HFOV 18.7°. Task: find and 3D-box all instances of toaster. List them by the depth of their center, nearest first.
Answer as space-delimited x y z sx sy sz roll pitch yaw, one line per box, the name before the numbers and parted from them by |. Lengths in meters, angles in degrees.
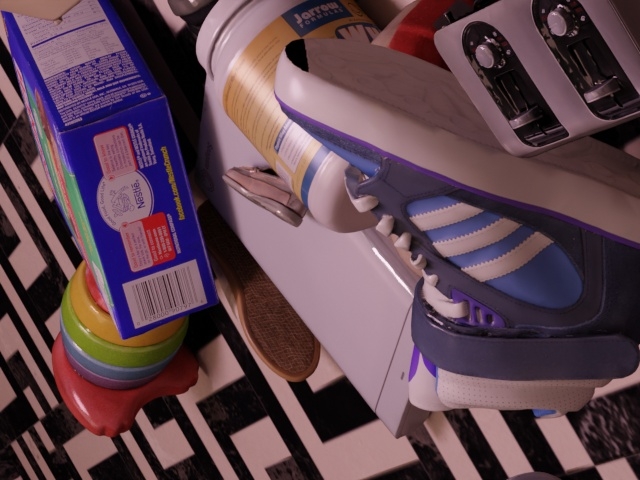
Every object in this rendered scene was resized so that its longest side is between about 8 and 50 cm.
toaster | 0.190 -0.140 1.191 0.168 0.186 0.110 -18 103 58

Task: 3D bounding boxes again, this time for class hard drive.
hard drive | 0.000 0.000 1.878 0.353 0.047 0.233 52 155 22

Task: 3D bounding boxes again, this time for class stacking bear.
stacking bear | -0.219 0.069 2.282 0.164 0.175 0.289 45 143 18

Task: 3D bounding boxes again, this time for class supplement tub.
supplement tub | 0.002 -0.120 1.612 0.199 0.144 0.144 49 154 24

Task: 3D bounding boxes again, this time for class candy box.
candy box | -0.228 -0.099 2.051 0.317 0.122 0.268 -121 16 -53

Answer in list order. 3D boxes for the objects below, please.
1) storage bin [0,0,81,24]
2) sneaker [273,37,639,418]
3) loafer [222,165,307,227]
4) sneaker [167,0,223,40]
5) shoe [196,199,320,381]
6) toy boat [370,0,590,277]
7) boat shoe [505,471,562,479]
storage bin | -0.223 -0.348 1.674 0.262 0.123 0.260 -22 61 60
sneaker | 0.081 0.017 1.367 0.130 0.323 0.236 -96 30 -62
loafer | -0.046 -0.048 1.823 0.045 0.039 0.125 37 177 -37
sneaker | -0.072 -0.188 1.724 0.130 0.087 0.227 55 177 -4
shoe | -0.061 0.052 2.043 0.219 0.076 0.058 61 177 17
toy boat | 0.129 -0.070 1.458 0.151 0.151 0.231 2 123 30
boat shoe | 0.237 0.391 1.728 0.367 0.136 0.156 58 157 15
